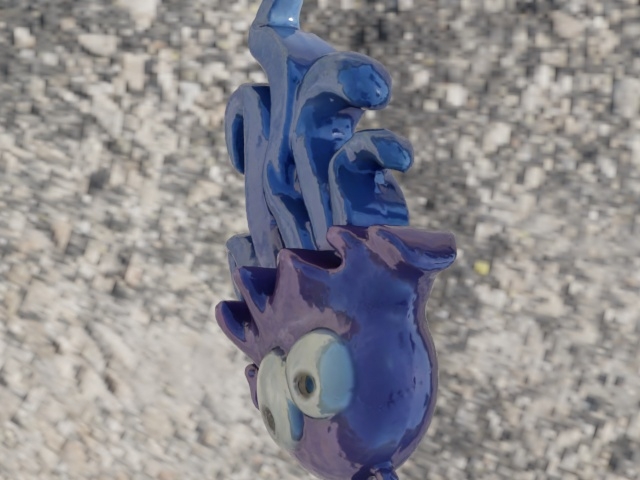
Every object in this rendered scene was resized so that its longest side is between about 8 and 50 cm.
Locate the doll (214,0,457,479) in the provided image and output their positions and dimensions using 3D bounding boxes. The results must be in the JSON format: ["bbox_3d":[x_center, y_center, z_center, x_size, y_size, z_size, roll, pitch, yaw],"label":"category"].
[{"bbox_3d":[0.000,0.000,0.635,0.067,0.110,0.206,5,59,-31],"label":"doll"}]
